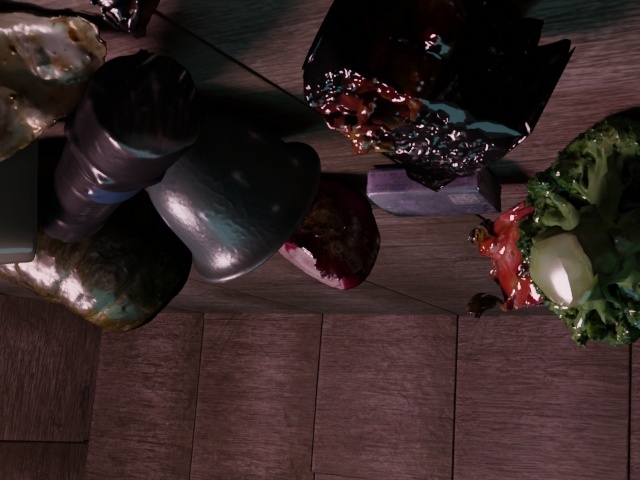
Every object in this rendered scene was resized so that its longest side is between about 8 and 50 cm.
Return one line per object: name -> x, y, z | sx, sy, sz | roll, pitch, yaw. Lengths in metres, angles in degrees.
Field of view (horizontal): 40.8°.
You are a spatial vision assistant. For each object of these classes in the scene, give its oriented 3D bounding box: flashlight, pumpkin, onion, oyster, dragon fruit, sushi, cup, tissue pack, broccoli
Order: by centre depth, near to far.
sushi -> 0.070, -0.128, 0.643 | 0.151, 0.153, 0.172 | 25, -173, -10
oyster -> -0.327, -0.124, 0.790 | 0.295, 0.166, 0.094 | -17, -162, 0
flashlight -> -0.222, -0.074, 0.885 | 0.103, 0.103, 0.424 | 9, 166, -23
broccoli -> 0.314, 0.004, 0.892 | 0.270, 0.269, 0.270 | -7, -171, 45
cup -> -0.120, -0.074, 0.962 | 0.199, 0.199, 0.150 | -8, 140, 46
dragon fruit -> 0.313, 0.000, 1.138 | 0.282, 0.147, 0.211 | -15, 177, -2
tissue pack -> 0.152, -0.066, 1.146 | 0.156, 0.051, 0.112 | -2, 166, 27
pumpkin -> -0.339, -0.030, 1.188 | 0.325, 0.242, 0.232 | 11, 152, 37
onion -> 0.010, -0.012, 1.248 | 0.173, 0.135, 0.198 | 39, 172, 4

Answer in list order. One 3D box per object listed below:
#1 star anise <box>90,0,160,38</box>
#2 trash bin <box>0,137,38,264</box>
star anise -> -0.157, -0.197, 0.599 | 0.213, 0.053, 0.157 | 5, 168, -11
trash bin -> -0.443, -0.064, 0.940 | 0.250, 0.219, 0.220 | 1, -167, -22
